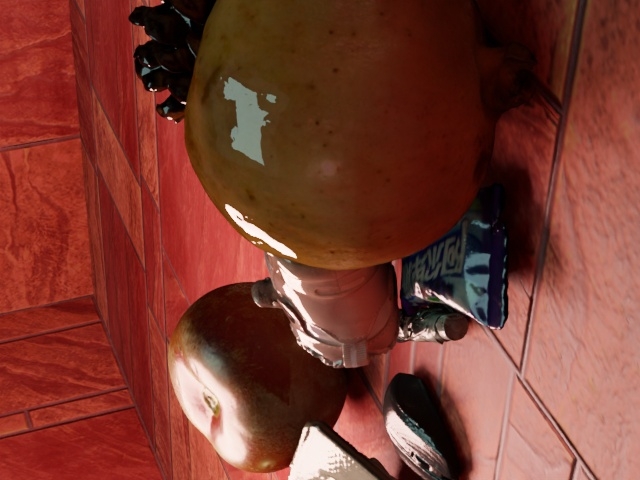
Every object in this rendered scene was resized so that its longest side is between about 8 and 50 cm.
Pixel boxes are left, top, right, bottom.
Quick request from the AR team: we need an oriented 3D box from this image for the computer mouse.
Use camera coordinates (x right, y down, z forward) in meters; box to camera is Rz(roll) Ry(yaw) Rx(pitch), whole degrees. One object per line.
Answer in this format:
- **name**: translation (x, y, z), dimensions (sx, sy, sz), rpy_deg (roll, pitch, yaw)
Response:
- **computer mouse**: translation (0.114, 0.231, 1.718), dimensions (0.099, 0.057, 0.172), rpy_deg (92, 157, -45)

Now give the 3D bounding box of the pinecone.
- **pinecone**: translation (-0.121, -0.264, 1.821), dimensions (0.298, 0.242, 0.295), rpy_deg (-118, 27, -50)

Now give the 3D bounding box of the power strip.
- **power strip**: translation (0.060, 0.332, 1.893), dimensions (0.213, 0.064, 0.198), rpy_deg (40, 146, 15)

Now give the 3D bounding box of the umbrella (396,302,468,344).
- **umbrella**: translation (0.116, 0.094, 1.643), dimensions (0.188, 0.046, 0.050), rpy_deg (169, 94, -73)

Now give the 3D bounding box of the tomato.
- **tomato**: translation (-0.077, 0.180, 2.006), dimensions (0.270, 0.223, 0.270), rpy_deg (38, 142, 37)

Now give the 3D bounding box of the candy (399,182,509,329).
- **candy**: translation (0.135, 0.015, 1.504), dimensions (0.275, 0.070, 0.145), rpy_deg (-178, 86, -73)

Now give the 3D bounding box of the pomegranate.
- **pomegranate**: translation (0.042, -0.137, 1.349), dimensions (0.338, 0.338, 0.338), rpy_deg (168, 90, -73)

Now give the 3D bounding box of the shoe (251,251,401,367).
- **shoe**: translation (-0.003, 0.000, 1.700), dimensions (0.351, 0.172, 0.198), rpy_deg (-94, -7, -60)
